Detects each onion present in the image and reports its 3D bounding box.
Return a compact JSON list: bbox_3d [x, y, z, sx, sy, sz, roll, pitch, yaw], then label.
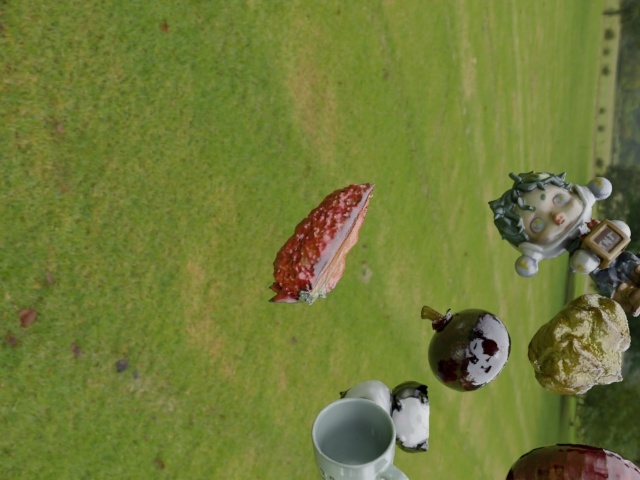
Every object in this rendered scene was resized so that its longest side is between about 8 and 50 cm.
[{"bbox_3d":[0.442,0.480,1.069,0.285,0.273,0.273,-64,146,-37],"label":"onion"}]

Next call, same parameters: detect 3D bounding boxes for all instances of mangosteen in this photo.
[{"bbox_3d":[0.371,0.263,1.680,0.235,0.261,0.235,-43,165,-14],"label":"mangosteen"}]

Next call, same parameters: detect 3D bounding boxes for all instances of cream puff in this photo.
[{"bbox_3d":[0.581,0.238,1.427,0.244,0.244,0.196,45,27,-55],"label":"cream puff"}]

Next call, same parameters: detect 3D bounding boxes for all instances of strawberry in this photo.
[{"bbox_3d":[-0.003,-0.003,1.043,0.228,0.098,0.174,-65,164,19],"label":"strawberry"}]

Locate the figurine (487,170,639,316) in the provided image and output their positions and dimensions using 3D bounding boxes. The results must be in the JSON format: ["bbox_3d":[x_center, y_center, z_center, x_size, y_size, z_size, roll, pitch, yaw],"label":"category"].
[{"bbox_3d":[0.529,-0.006,1.329,0.261,0.382,0.186,-40,149,-10],"label":"figurine"}]

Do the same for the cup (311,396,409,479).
[{"bbox_3d":[0.104,0.526,1.446,0.186,0.258,0.234,-30,132,-30],"label":"cup"}]

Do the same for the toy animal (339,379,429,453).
[{"bbox_3d":[0.166,0.452,1.626,0.165,0.235,0.187,4,86,-88],"label":"toy animal"}]
